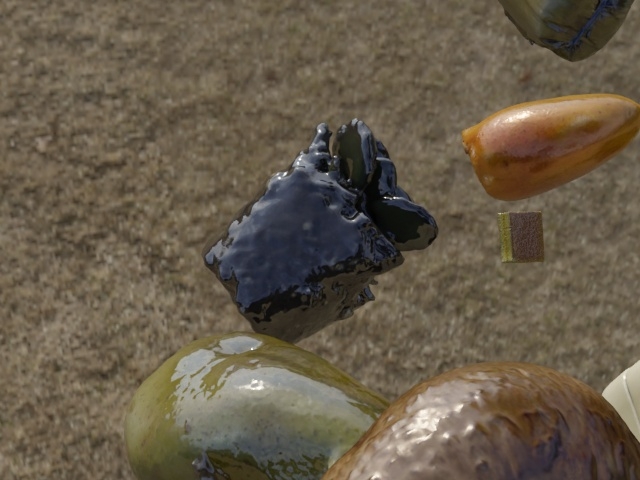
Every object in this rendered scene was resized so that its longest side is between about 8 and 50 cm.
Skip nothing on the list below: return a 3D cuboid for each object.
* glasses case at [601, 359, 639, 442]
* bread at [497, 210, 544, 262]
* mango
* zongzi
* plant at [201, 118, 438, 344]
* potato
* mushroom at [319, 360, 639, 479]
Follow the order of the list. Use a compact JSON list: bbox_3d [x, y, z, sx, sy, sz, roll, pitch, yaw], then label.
[{"bbox_3d":[0.275,0.215,0.680,0.131,0.070,0.312,13,47,-24],"label":"glasses case"},{"bbox_3d":[0.367,-0.007,2.034,0.090,0.035,0.094,1,84,-36],"label":"bread"},{"bbox_3d":[0.331,-0.139,1.569,0.252,0.154,0.126,-17,74,7],"label":"mango"},{"bbox_3d":[0.285,-0.271,1.175,0.289,0.123,0.260,9,36,-38],"label":"zongzi"},{"bbox_3d":[0.000,0.000,1.384,0.276,0.188,0.199,-39,74,-1],"label":"plant"},{"bbox_3d":[-0.028,0.200,1.064,0.351,0.218,0.202,7,54,40],"label":"potato"},{"bbox_3d":[0.084,0.188,0.598,0.253,0.253,0.153,-23,30,-22],"label":"mushroom"}]
